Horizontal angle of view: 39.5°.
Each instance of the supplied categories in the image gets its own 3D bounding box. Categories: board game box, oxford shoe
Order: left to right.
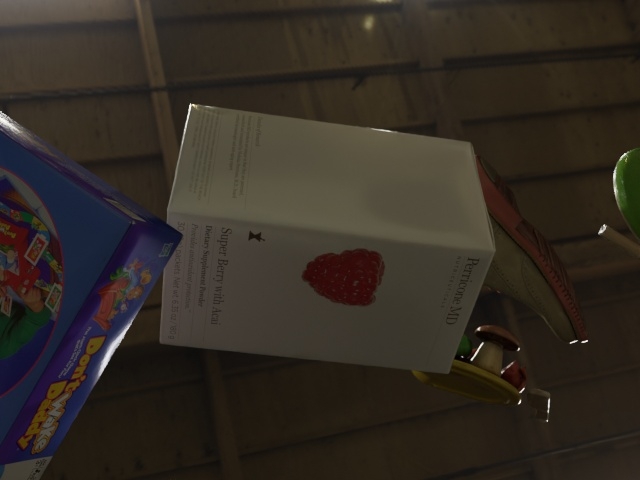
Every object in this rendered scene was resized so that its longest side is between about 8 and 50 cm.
[{"bbox_3d":[-0.312,0.003,0.703,0.347,0.078,0.233,33,-86,19],"label":"board game box"},{"bbox_3d":[0.288,0.034,1.370,0.348,0.130,0.123,52,-160,-13],"label":"oxford shoe"}]

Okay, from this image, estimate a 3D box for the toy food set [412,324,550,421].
[{"bbox_3d":[0.168,0.131,1.008,0.218,0.128,0.071,14,-110,27],"label":"toy food set"}]

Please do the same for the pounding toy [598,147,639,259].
[{"bbox_3d":[0.508,-0.052,1.242,0.183,0.110,0.237,40,-130,-10],"label":"pounding toy"}]

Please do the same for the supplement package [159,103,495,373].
[{"bbox_3d":[0.000,0.000,0.884,0.293,0.177,0.175,6,-140,-6],"label":"supplement package"}]
